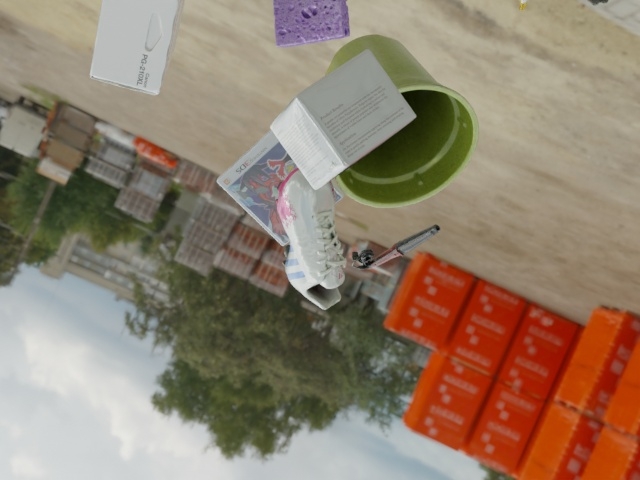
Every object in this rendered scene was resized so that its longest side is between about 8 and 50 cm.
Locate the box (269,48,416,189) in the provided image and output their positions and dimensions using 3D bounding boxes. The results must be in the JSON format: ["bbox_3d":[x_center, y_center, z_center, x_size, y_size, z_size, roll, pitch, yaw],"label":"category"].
[{"bbox_3d":[0.021,-0.122,0.823,0.087,0.101,0.102,54,158,-3],"label":"box"}]

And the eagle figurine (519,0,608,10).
[{"bbox_3d":[0.427,-0.563,1.570,0.298,0.226,0.225,13,149,37],"label":"eagle figurine"}]

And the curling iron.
[{"bbox_3d":[0.159,0.018,1.711,0.068,0.035,0.274,8,160,-35],"label":"curling iron"}]

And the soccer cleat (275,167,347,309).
[{"bbox_3d":[0.000,0.000,1.455,0.143,0.116,0.331,48,157,29],"label":"soccer cleat"}]

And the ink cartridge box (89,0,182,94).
[{"bbox_3d":[-0.251,-0.332,1.149,0.100,0.172,0.237,13,-154,-11],"label":"ink cartridge box"}]

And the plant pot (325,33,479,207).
[{"bbox_3d":[0.122,-0.247,1.510,0.276,0.276,0.254,26,-149,-38],"label":"plant pot"}]

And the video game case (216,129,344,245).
[{"bbox_3d":[-0.083,-0.109,1.649,0.201,0.183,0.023,44,-154,-14],"label":"video game case"}]

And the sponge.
[{"bbox_3d":[-0.019,-0.403,1.198,0.117,0.210,0.031,-1,-173,28],"label":"sponge"}]
